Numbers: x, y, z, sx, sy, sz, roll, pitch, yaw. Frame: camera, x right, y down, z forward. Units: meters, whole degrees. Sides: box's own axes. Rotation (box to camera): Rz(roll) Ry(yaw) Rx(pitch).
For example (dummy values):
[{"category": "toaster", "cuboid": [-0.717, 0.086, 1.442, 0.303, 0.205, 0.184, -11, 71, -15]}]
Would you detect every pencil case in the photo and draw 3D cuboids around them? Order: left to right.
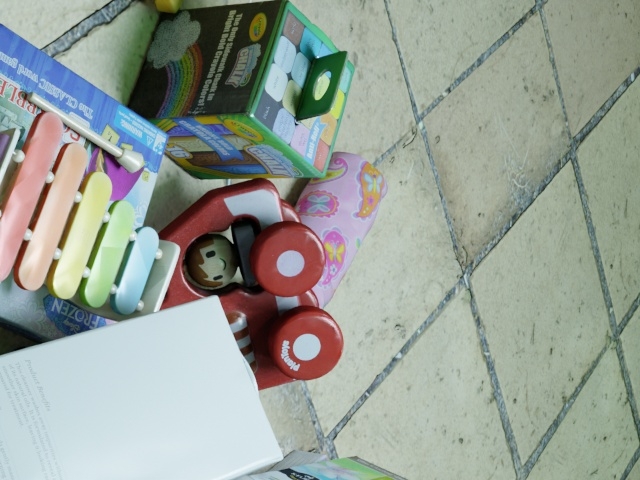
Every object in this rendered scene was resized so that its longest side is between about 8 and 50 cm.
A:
[{"category": "pencil case", "cuboid": [0.000, 0.000, 2.126, 0.124, 0.124, 0.284, 54, 52, -41]}]

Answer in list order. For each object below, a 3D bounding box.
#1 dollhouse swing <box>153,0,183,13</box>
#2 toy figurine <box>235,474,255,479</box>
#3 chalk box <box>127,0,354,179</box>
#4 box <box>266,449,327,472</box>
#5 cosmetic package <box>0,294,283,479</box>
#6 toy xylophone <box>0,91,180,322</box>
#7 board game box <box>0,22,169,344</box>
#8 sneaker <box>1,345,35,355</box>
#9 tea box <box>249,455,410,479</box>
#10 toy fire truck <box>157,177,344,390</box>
[{"category": "dollhouse swing", "cuboid": [-0.279, -0.493, 1.760, 0.315, 0.305, 0.346, 13, 79, -11]}, {"category": "toy figurine", "cuboid": [-0.203, 0.336, 1.792, 0.213, 0.210, 0.148, 50, 38, -35]}, {"category": "chalk box", "cuboid": [-0.079, -0.196, 1.854, 0.179, 0.289, 0.180, 39, 62, -48]}, {"category": "box", "cuboid": [-0.101, 0.411, 2.051, 0.324, 0.067, 0.063, -32, 119, -49]}, {"category": "cosmetic package", "cuboid": [-0.249, 0.214, 1.539, 0.385, 0.156, 0.217, -11, 76, -48]}, {"category": "toy xylophone", "cuboid": [-0.292, -0.037, 1.637, 0.323, 0.081, 0.236, 28, 69, -50]}, {"category": "board game box", "cuboid": [-0.344, -0.050, 1.692, 0.319, 0.066, 0.318, 32, 67, -50]}, {"category": "sneaker", "cuboid": [-0.362, 0.174, 1.655, 0.224, 0.098, 0.083, -3, 95, -53]}, {"category": "tea box", "cuboid": [0.019, 0.512, 2.012, 0.323, 0.220, 0.329, 2, 105, -60]}, {"category": "toy fire truck", "cuboid": [-0.121, 0.079, 1.893, 0.254, 0.169, 0.302, -16, 111, -10]}]
